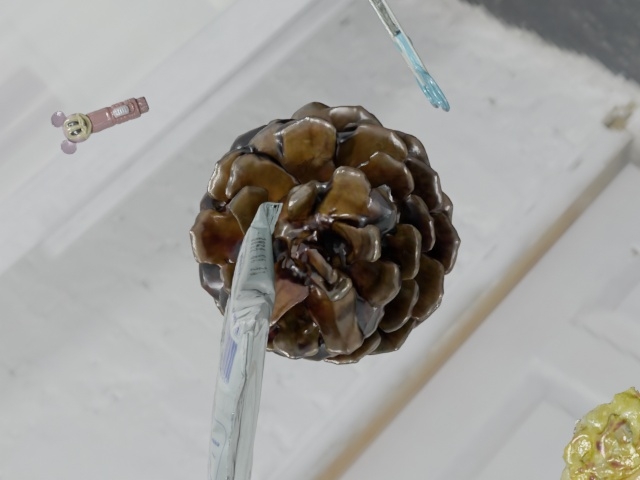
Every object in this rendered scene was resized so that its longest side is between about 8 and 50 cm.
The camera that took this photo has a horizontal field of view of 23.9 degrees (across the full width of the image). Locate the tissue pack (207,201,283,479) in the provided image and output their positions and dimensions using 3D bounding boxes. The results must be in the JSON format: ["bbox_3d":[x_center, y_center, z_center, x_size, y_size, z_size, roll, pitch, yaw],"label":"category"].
[{"bbox_3d":[-0.043,0.064,0.826,0.026,0.193,0.122,8,111,-3],"label":"tissue pack"}]

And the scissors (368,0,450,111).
[{"bbox_3d":[0.070,-0.155,1.223,0.119,0.014,0.058,57,177,-16],"label":"scissors"}]

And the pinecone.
[{"bbox_3d":[-0.004,0.001,1.045,0.184,0.204,0.179,-17,99,26],"label":"pinecone"}]

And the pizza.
[{"bbox_3d":[0.280,0.202,1.457,0.160,0.036,0.099,-34,58,30],"label":"pizza"}]

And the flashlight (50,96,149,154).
[{"bbox_3d":[-0.247,-0.137,1.710,0.031,0.110,0.052,160,90,-82],"label":"flashlight"}]
